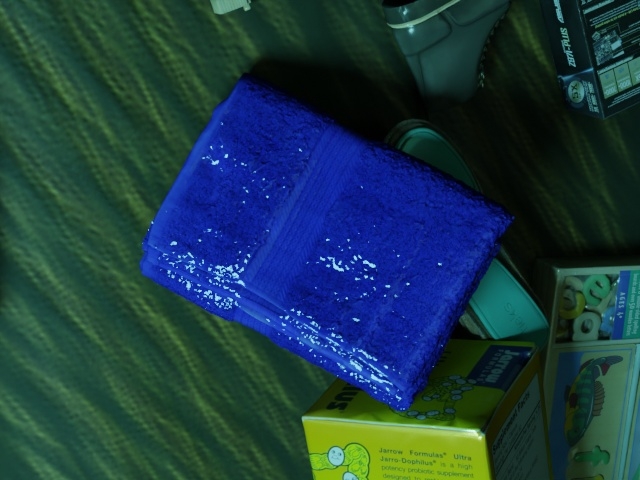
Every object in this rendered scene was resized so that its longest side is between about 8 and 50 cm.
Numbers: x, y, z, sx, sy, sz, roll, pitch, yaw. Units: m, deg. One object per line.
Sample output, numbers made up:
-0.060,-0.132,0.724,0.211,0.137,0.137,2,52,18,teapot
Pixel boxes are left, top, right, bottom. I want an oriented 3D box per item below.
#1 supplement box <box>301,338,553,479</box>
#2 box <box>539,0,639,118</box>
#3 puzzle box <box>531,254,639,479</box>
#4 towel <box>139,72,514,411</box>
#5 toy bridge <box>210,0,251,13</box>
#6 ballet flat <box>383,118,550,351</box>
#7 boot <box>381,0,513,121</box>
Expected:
0.131,0.303,1.305,0.194,0.195,0.356,-40,126,-57,supplement box
0.345,-0.238,1.358,0.180,0.077,0.147,-26,113,-15,box
0.363,0.218,1.505,0.272,0.052,0.409,-2,105,-24,puzzle box
0.000,0.000,1.183,0.308,0.076,0.227,28,93,8,towel
-0.097,-0.308,1.172,0.063,0.026,0.188,-25,113,-17,toy bridge
0.134,0.003,1.314,0.107,0.106,0.316,-35,114,-10,ballet flat
0.172,-0.222,1.297,0.198,0.077,0.137,-22,117,-3,boot
